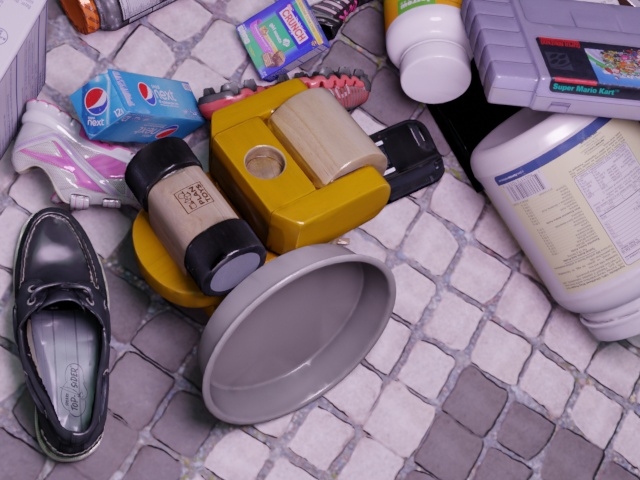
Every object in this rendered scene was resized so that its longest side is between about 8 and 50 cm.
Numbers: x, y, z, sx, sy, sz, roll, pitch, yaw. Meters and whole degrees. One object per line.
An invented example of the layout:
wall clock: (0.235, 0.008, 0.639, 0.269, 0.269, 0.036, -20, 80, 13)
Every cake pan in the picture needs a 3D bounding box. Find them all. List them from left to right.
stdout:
cake pan: (-0.035, 0.116, 1.501, 0.293, 0.293, 0.054, -26, 54, -20)

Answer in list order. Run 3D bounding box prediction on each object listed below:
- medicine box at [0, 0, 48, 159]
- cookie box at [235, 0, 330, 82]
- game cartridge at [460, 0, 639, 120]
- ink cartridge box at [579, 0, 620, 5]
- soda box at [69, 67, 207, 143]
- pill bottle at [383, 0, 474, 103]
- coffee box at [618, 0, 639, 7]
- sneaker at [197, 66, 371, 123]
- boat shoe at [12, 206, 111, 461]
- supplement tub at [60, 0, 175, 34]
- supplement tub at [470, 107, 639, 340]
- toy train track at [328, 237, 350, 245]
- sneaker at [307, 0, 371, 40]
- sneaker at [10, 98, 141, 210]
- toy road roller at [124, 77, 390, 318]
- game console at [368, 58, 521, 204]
medicine box: (-0.471, -0.176, 1.467, 0.149, 0.263, 0.289, 27, 68, -5)
cookie box: (-0.055, -0.298, 1.705, 0.107, 0.040, 0.092, -29, 83, 15)
game cartridge: (0.379, -0.248, 1.559, 0.355, 0.068, 0.230, 4, 38, -10)
ink cartridge box: (0.330, -0.391, 1.779, 0.114, 0.198, 0.273, -16, 78, -18)
soda box: (-0.240, -0.176, 1.562, 0.071, 0.210, 0.067, -31, 80, 21)
pill bottle: (0.162, -0.327, 1.717, 0.136, 0.136, 0.246, 8, 55, -12)
coffee box: (0.488, -0.368, 1.846, 0.246, 0.141, 0.098, 43, 68, 0)
sneaker: (-0.041, -0.174, 1.673, 0.276, 0.097, 0.135, -16, 98, -31)
boat shoe: (-0.331, 0.108, 1.498, 0.127, 0.113, 0.340, 1, 73, -14)
supplement tub: (-0.273, -0.373, 1.659, 0.190, 0.117, 0.117, -31, 83, -21)
supplement tub: (0.388, -0.045, 1.652, 0.235, 0.235, 0.325, -38, 100, -22)
toy train track: (0.000, 0.000, 1.673, 0.083, 0.014, 0.048, 3, 80, -8)
sneaker: (0.020, -0.340, 1.757, 0.170, 0.063, 0.075, -21, 80, -15)
sneaker: (-0.308, -0.083, 1.577, 0.252, 0.103, 0.111, 31, 82, -7)
toy road roller: (-0.089, -0.034, 1.528, 0.329, 0.241, 0.202, -28, 65, -22)
game console: (0.148, -0.149, 1.742, 0.361, 0.044, 0.213, -25, 81, -22)
